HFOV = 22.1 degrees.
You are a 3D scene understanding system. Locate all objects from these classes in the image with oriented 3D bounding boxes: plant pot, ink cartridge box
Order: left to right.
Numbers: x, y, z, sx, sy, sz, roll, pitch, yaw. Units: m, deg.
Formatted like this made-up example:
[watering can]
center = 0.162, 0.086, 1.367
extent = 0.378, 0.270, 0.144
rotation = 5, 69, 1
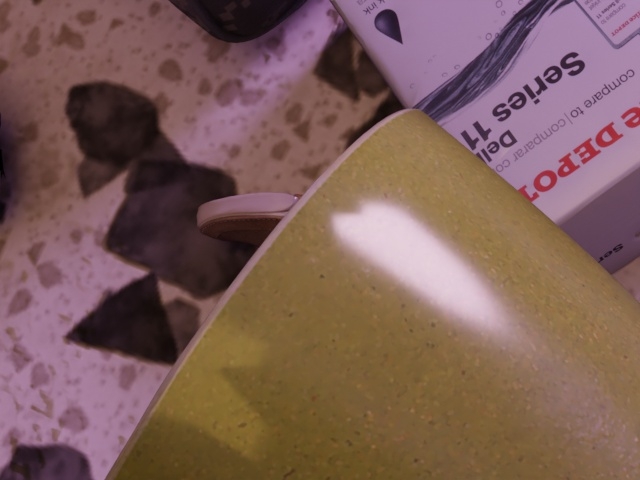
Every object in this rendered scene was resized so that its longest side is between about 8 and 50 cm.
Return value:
[plant pot]
center = 0.087, 0.140, 0.636
extent = 0.293, 0.275, 0.275
rotation = 33, 85, 11
[ink cartridge box]
center = 0.109, -0.097, 0.790
extent = 0.153, 0.087, 0.208
rotation = -36, 63, 7

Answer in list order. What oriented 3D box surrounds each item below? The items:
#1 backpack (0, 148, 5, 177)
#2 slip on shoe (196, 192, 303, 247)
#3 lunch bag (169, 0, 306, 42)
[backpack]
center = -0.231, -0.063, 0.913
extent = 0.101, 0.098, 0.120
rotation = -14, 54, 7
[slip on shoe]
center = 0.000, 0.000, 0.824
extent = 0.135, 0.051, 0.041
rotation = 1, 84, 16
[lunch bag]
center = -0.048, -0.299, 0.855
extent = 0.305, 0.212, 0.256
rotation = -46, 62, 0
